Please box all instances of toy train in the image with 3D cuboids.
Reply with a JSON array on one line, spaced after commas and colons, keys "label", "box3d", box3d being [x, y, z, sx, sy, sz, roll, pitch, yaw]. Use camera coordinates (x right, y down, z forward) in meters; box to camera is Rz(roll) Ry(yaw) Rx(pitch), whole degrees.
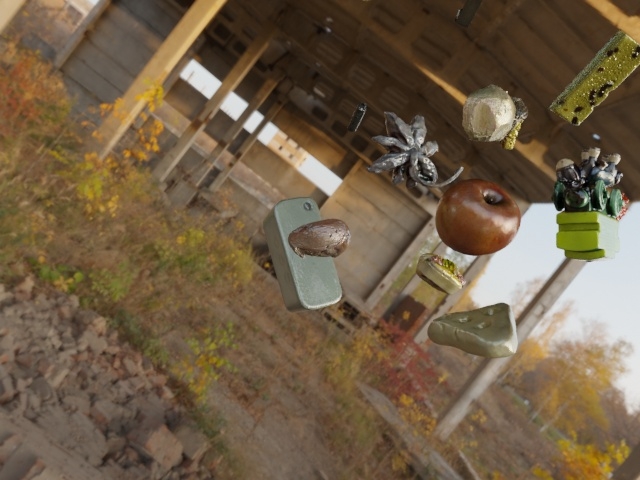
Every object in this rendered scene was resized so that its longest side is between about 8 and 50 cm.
[{"label": "toy train", "box3d": [0.938, -0.060, 1.762, 0.179, 0.273, 0.442, -2, -4, 40]}]

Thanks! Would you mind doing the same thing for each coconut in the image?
[{"label": "coconut", "box3d": [0.582, -0.443, 1.749, 0.194, 0.194, 0.194, 38, 1, -1]}]

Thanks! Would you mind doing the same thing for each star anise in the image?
[{"label": "star anise", "box3d": [0.314, -0.298, 1.691, 0.139, 0.359, 0.316, 6, -58, 62]}]

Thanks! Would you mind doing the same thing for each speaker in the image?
[{"label": "speaker", "box3d": [-0.077, 0.060, 1.861, 0.184, 0.183, 0.407, -30, -107, 60]}]

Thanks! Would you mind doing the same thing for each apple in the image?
[{"label": "apple", "box3d": [0.484, -0.063, 1.575, 0.253, 0.254, 0.253, 38, 1, -1]}]

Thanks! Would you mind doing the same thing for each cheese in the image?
[{"label": "cheese", "box3d": [0.591, 0.369, 1.956, 0.328, 0.350, 0.130, -58, 131, -73]}]

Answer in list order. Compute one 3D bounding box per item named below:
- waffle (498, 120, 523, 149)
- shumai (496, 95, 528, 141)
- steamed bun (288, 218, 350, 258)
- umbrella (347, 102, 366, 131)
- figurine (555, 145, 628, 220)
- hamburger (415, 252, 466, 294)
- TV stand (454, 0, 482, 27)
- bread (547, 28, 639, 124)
[{"label": "waffle", "box3d": [0.902, -0.563, 2.411, 0.055, 0.211, 0.161, 1, 40, -8]}, {"label": "shumai", "box3d": [0.811, -0.546, 2.269, 0.205, 0.167, 0.176, 2, -37, -4]}, {"label": "steamed bun", "box3d": [0.000, 0.000, 1.435, 0.145, 0.175, 0.107, 46, 34, -83]}, {"label": "umbrella", "box3d": [0.112, -0.385, 1.588, 0.133, 0.036, 0.031, 117, -32, -64]}, {"label": "figurine", "box3d": [1.179, -0.203, 2.213, 0.241, 0.305, 0.412, -168, -114, -76]}, {"label": "hamburger", "box3d": [0.491, 0.136, 2.063, 0.210, 0.116, 0.173, 36, -7, -15]}, {"label": "TV stand", "box3d": [0.501, -0.797, 1.572, 0.048, 0.257, 0.040, 16, 48, -7]}, {"label": "bread", "box3d": [1.072, -0.616, 1.955, 0.138, 0.361, 0.077, 28, 32, -15]}]
